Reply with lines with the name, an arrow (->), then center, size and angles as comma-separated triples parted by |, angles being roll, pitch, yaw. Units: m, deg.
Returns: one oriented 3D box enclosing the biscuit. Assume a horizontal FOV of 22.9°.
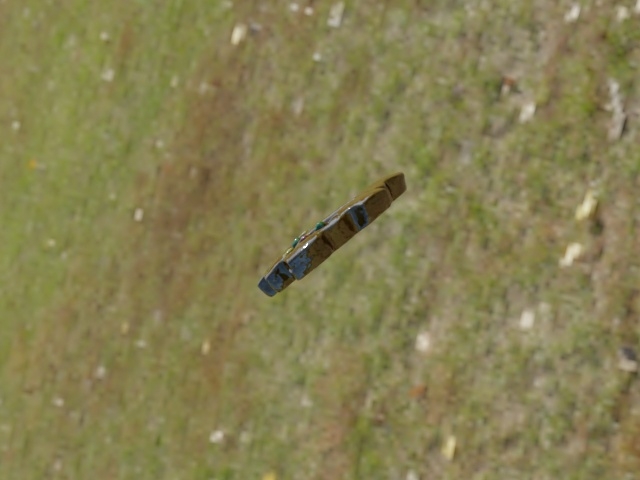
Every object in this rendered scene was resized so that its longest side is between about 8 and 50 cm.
biscuit -> 0.000, 0.000, 0.701 | 0.082, 0.016, 0.092 | -41, 4, -38
